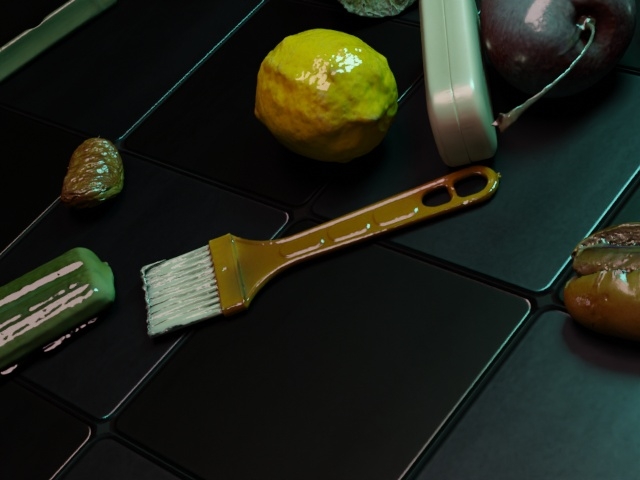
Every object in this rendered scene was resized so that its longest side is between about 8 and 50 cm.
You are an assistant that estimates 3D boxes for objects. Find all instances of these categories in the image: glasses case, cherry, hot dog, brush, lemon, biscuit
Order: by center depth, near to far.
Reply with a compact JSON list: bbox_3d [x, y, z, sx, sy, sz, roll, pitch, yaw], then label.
[{"bbox_3d":[0.237,0.028,0.904,0.140,0.060,0.090,13,58,30],"label":"hot dog"},{"bbox_3d":[0.000,0.000,1.079,0.314,0.017,0.090,-20,44,4],"label":"brush"},{"bbox_3d":[0.171,-0.165,1.097,0.188,0.115,0.148,-41,63,-10],"label":"cherry"},{"bbox_3d":[-0.322,0.101,1.108,0.322,0.038,0.099,-30,39,-6],"label":"biscuit"},{"bbox_3d":[0.117,-0.147,1.123,0.050,0.083,0.196,-13,44,14],"label":"glasses case"},{"bbox_3d":[0.001,-0.127,1.135,0.114,0.114,0.155,-41,38,-18],"label":"lemon"},{"bbox_3d":[-0.215,-0.058,1.223,0.058,0.035,0.083,-12,43,14],"label":"hot dog"},{"bbox_3d":[-0.309,-0.225,1.445,0.190,0.034,0.027,-38,27,-14],"label":"brush"}]

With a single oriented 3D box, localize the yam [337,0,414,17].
[{"bbox_3d":[0.032,-0.303,1.315,0.107,0.107,0.183,-25,39,-1],"label":"yam"}]
